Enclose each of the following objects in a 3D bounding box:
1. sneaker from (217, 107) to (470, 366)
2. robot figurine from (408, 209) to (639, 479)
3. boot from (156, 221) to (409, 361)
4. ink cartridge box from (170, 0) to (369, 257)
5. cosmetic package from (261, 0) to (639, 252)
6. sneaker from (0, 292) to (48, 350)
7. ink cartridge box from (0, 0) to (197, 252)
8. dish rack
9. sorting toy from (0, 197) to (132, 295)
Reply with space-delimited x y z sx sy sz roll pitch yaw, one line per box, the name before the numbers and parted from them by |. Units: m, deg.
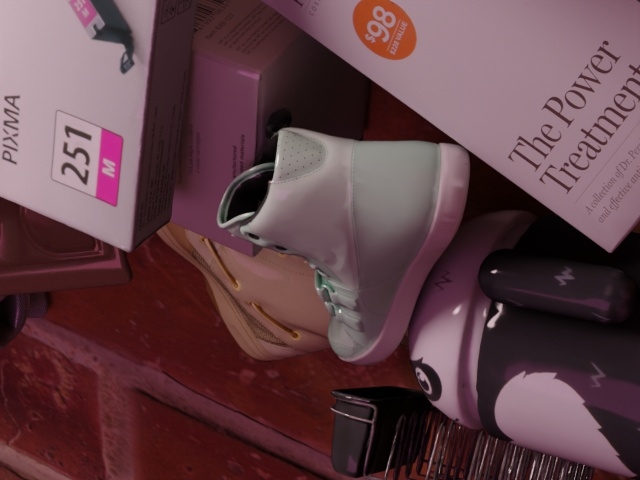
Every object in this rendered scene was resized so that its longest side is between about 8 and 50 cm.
sneaker | 0.000 -0.001 1.148 0.151 0.094 0.256 11 148 -6
robot figurine | 0.197 0.078 1.177 0.278 0.173 0.209 14 121 26
boot | -0.022 -0.010 1.322 0.203 0.095 0.262 -5 125 40
ink cartridge box | -0.103 -0.134 1.208 0.233 0.171 0.168 23 136 20
cosmetic package | 0.154 -0.200 0.940 0.284 0.097 0.377 37 140 6
sneaker | -0.404 0.073 1.648 0.210 0.137 0.366 37 137 7
ink cartridge box | -0.197 -0.157 1.089 0.239 0.060 0.275 22 123 18
dish rack | 0.152 0.180 1.309 0.271 0.208 0.074 12 91 18
sorting toy | -0.319 -0.058 1.463 0.307 0.041 0.229 -5 105 23
